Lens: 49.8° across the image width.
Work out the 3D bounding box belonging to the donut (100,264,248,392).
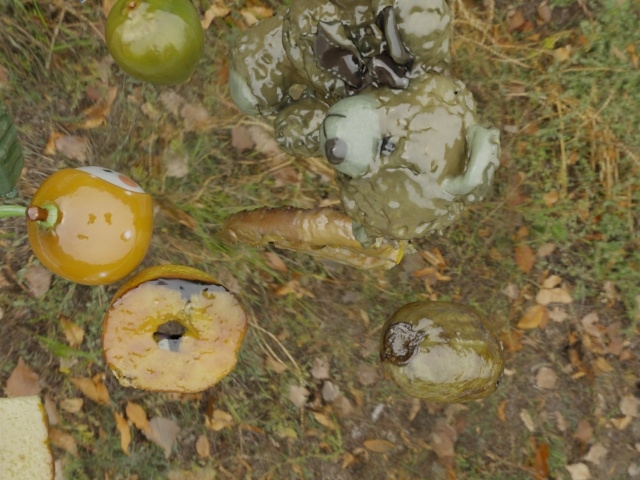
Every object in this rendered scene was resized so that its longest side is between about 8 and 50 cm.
[{"bbox_3d":[-0.255,0.156,1.207,0.253,0.118,0.254,-5,113,-12],"label":"donut"}]

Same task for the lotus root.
[{"bbox_3d":[0.189,0.161,1.000,0.260,0.128,0.145,14,61,-44],"label":"lotus root"}]

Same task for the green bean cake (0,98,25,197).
[{"bbox_3d":[-0.733,-0.196,1.394,0.222,0.125,0.227,5,133,-1],"label":"green bean cake"}]

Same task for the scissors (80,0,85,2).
[{"bbox_3d":[-0.462,-0.571,1.404,0.133,0.020,0.187,41,63,-39],"label":"scissors"}]

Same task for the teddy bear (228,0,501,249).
[{"bbox_3d":[0.044,-0.118,0.593,0.156,0.267,0.256,-11,79,-32],"label":"teddy bear"}]

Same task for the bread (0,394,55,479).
[{"bbox_3d":[-0.602,0.449,1.232,0.207,0.279,0.279,0,59,-34],"label":"bread"}]

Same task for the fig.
[{"bbox_3d":[-0.350,-0.441,1.490,0.207,0.230,0.207,0,92,14],"label":"fig"}]

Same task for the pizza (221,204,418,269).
[{"bbox_3d":[-0.022,-0.007,1.331,0.391,0.435,0.080,7,81,14],"label":"pizza"}]

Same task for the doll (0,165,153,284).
[{"bbox_3d":[-0.398,-0.027,1.124,0.213,0.236,0.214,-2,86,28],"label":"doll"}]
